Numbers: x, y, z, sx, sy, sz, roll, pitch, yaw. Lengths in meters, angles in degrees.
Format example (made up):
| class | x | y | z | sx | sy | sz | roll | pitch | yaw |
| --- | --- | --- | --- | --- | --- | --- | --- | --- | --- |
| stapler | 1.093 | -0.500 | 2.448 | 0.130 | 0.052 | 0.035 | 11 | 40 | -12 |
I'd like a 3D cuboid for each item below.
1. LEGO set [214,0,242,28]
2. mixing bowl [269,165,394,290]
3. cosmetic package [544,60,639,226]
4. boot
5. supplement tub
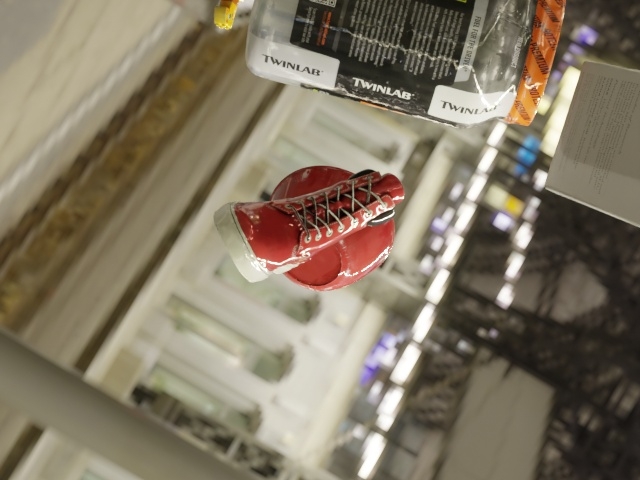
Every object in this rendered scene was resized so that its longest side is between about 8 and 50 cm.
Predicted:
| class | x | y | z | sx | sy | sz | roll | pitch | yaw |
| --- | --- | --- | --- | --- | --- | --- | --- | --- | --- |
| LEGO set | -0.119 | -0.350 | 2.375 | 0.227 | 0.087 | 0.093 | 29 | 74 | -60 |
| mixing bowl | 0.000 | 0.000 | 2.266 | 0.181 | 0.181 | 0.098 | -59 | -179 | 35 |
| cosmetic package | 0.396 | -0.069 | 1.676 | 0.385 | 0.217 | 0.156 | -147 | -107 | -74 |
| boot | -0.005 | -0.029 | 1.780 | 0.176 | 0.088 | 0.244 | -25 | 175 | 13 |
| supplement tub | 0.097 | -0.250 | 1.932 | 0.207 | 0.338 | 0.207 | 15 | 90 | -89 |
